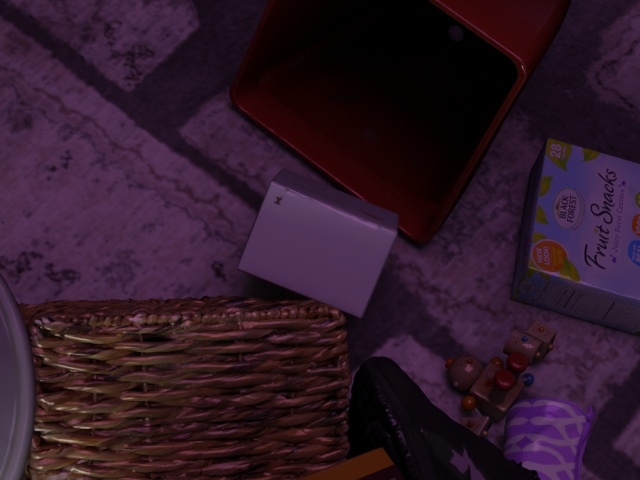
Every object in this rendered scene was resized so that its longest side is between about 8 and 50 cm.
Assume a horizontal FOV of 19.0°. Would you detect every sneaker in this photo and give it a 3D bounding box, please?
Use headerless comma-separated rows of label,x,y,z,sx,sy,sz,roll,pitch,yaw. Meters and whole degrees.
sneaker,0.126,0.223,1.709,0.130,0.109,0.286,-22,70,-29

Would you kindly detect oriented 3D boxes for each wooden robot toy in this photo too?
wooden robot toy,0.163,0.126,1.874,0.079,0.076,0.173,28,54,17

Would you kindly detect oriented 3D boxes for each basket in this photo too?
basket,-0.137,0.161,1.753,0.299,0.223,0.213,-2,91,-16

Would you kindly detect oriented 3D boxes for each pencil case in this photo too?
pencil case,0.208,0.248,1.790,0.088,0.086,0.206,-9,54,23

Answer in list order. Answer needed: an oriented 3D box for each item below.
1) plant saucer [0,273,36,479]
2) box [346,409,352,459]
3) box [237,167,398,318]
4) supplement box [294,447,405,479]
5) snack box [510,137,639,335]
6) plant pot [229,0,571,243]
plant saucer,-0.439,0.129,1.564,0.400,0.100,0.400,0,77,2
box,0.061,0.240,1.774,0.054,0.059,0.169,-9,60,-15
box,0.000,0.000,1.839,0.130,0.170,0.091,22,97,1
supplement box,0.018,0.317,1.616,0.129,0.191,0.194,-15,61,-44
snack box,0.314,0.003,1.991,0.207,0.070,0.174,14,56,-3
plant pot,0.108,-0.211,1.974,0.267,0.267,0.236,37,45,10
